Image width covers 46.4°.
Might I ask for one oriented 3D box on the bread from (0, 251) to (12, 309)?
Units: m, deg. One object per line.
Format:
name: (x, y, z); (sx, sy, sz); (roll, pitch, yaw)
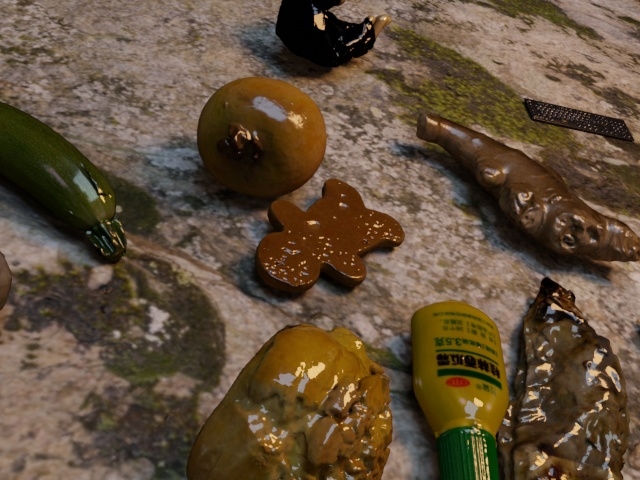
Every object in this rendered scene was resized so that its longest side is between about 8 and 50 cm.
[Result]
bread: (-0.415, -0.028, 0.588); (0.338, 0.183, 0.102); (19, 47, -1)

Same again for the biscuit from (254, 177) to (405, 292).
biscuit: (0.000, 0.000, 0.843); (0.138, 0.031, 0.205); (38, 41, 13)

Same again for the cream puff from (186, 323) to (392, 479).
cream puff: (-0.015, 0.154, 0.561); (0.129, 0.189, 0.189); (36, 41, 10)

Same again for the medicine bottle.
medicine bottle: (0.132, 0.164, 0.689); (0.095, 0.064, 0.260); (15, 40, -7)

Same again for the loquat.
loquat: (-0.068, -0.121, 0.871); (0.163, 0.137, 0.163); (27, 32, -18)

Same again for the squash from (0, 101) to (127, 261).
squash: (-0.314, -0.091, 0.786); (0.319, 0.080, 0.071); (33, 3, 13)

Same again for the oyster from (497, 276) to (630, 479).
oyster: (0.246, 0.151, 0.754); (0.129, 0.078, 0.345); (13, 42, 4)

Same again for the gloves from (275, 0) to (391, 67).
gloves: (0.028, -0.339, 1.184); (0.203, 0.124, 0.164); (5, 60, -50)

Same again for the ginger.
ginger: (0.279, -0.067, 1.010); (0.166, 0.080, 0.333); (-2, 36, -47)

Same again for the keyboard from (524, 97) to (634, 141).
keyboard: (0.448, -0.210, 1.293); (0.198, 0.010, 0.063); (9, 43, -13)
